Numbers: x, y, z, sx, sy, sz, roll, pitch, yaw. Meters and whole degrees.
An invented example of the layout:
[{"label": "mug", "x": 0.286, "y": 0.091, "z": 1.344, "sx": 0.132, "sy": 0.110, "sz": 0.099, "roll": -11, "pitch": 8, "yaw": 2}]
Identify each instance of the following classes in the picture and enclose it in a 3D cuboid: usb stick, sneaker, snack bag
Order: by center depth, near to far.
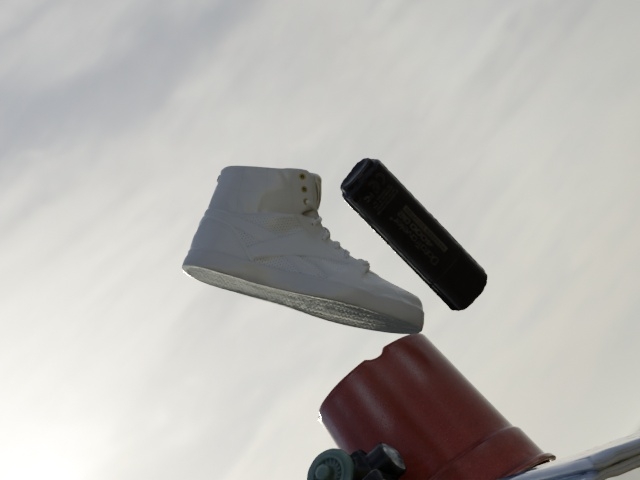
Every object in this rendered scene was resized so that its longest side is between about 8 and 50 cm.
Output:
[{"label": "snack bag", "x": 0.362, "y": 0.221, "z": 1.629, "sx": 0.343, "sy": 0.037, "sz": 0.323, "roll": -15, "pitch": -11, "yaw": -21}, {"label": "sneaker", "x": 0.000, "y": 0.000, "z": 1.791, "sx": 0.108, "sy": 0.293, "sz": 0.169, "roll": 111, "pitch": 177, "yaw": -70}, {"label": "usb stick", "x": 0.134, "y": -0.006, "z": 2.115, "sx": 0.077, "sy": 0.278, "sz": 0.045, "roll": -49, "pitch": 27, "yaw": -7}]

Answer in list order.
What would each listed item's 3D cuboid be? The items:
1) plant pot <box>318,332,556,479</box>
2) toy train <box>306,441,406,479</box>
[{"label": "plant pot", "x": 0.151, "y": 0.295, "z": 2.178, "sx": 0.272, "sy": 0.265, "sz": 0.272, "roll": -34, "pitch": -20, "yaw": -14}, {"label": "toy train", "x": 0.004, "y": 0.423, "z": 2.008, "sx": 0.334, "sy": 0.190, "sz": 0.142, "roll": -45, "pitch": -45, "yaw": 10}]
